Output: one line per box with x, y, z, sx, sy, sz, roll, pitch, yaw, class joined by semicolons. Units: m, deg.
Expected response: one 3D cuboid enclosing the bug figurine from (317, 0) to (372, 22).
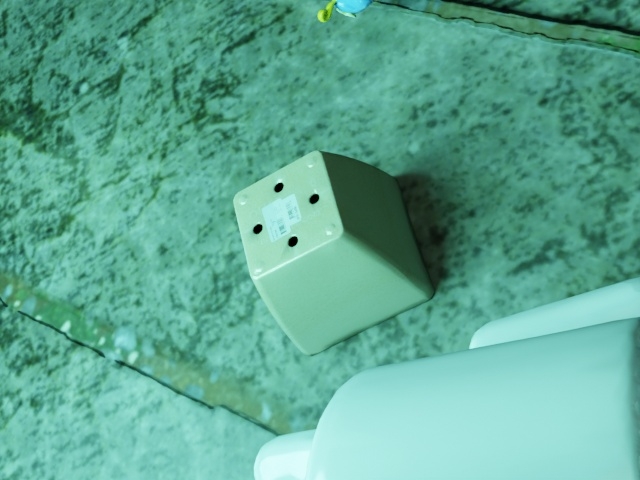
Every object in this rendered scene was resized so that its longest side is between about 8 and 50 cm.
0.014;-0.290;0.932;0.216;0.072;0.279;-48;47;-5;bug figurine

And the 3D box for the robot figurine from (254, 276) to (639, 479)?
0.131;0.146;0.567;0.353;0.200;0.300;-14;47;26;robot figurine

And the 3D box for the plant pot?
0.000;0.000;0.784;0.109;0.096;0.109;-27;56;17;plant pot
